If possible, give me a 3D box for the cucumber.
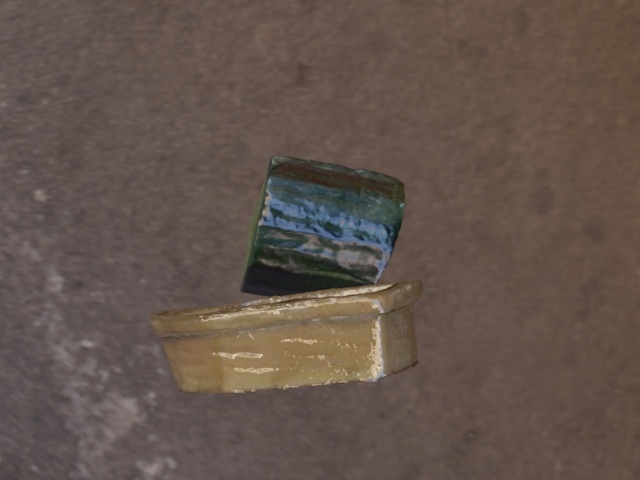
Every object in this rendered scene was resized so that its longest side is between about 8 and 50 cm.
[{"bbox_3d":[0.000,0.000,1.276,0.115,0.062,0.116,11,105,-12],"label":"cucumber"}]

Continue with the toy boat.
[{"bbox_3d":[-0.027,0.069,1.107,0.116,0.188,0.061,-13,96,-72],"label":"toy boat"}]
